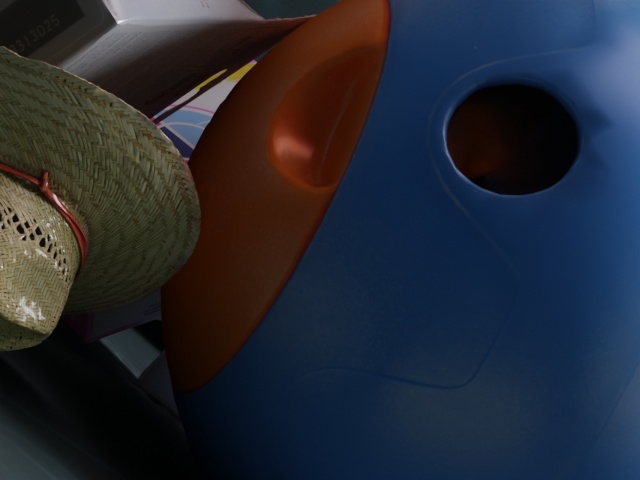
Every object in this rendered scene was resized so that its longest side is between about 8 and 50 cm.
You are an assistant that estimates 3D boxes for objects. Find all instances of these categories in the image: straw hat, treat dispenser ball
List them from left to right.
[{"bbox_3d":[-0.115,0.003,0.568,0.144,0.144,0.061,42,38,-32],"label":"straw hat"},{"bbox_3d":[0.076,0.026,0.717,0.288,0.288,0.288,42,0,0],"label":"treat dispenser ball"}]

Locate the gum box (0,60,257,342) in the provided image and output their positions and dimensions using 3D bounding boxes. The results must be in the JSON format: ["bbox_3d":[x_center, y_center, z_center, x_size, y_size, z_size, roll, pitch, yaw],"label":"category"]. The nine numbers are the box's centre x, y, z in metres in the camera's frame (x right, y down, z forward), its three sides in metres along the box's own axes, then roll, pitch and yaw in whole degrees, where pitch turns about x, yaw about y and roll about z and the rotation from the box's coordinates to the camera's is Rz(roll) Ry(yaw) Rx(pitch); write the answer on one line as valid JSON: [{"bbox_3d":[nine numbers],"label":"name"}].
[{"bbox_3d":[-0.068,-0.028,0.851,0.188,0.062,0.107,-19,44,-38],"label":"gum box"}]

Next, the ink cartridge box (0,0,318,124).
[{"bbox_3d":[-0.097,-0.069,0.678,0.045,0.145,0.179,60,24,2],"label":"ink cartridge box"}]

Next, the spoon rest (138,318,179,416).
[{"bbox_3d":[-0.090,0.016,0.956,0.137,0.084,0.276,42,1,-28],"label":"spoon rest"}]
